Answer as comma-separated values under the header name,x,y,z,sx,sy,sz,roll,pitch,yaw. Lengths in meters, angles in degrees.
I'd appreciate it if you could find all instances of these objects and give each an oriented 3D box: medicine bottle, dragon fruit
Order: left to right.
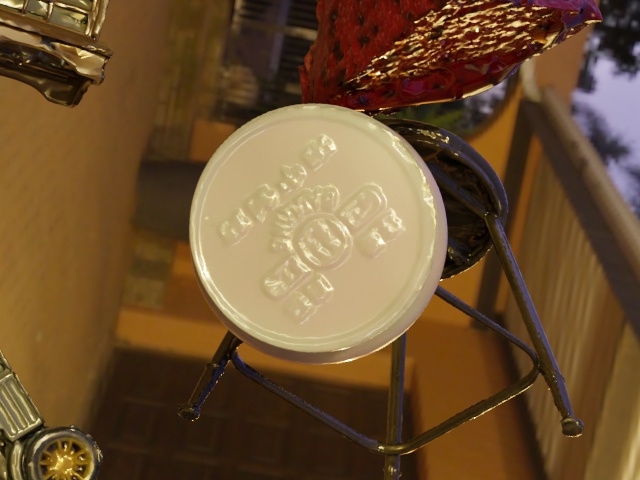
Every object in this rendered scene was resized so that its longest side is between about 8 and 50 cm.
name,x,y,z,sx,sy,sz,roll,pitch,yaw
medicine bottle,0.000,0.000,1.108,0.378,0.214,0.213,51,49,-86
dragon fruit,0.087,-0.254,1.425,0.330,0.302,0.240,-40,179,23

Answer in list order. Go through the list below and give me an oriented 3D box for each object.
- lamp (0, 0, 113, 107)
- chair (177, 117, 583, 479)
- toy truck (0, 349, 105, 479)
name,x,y,z,sx,sy,sz,roll,pitch,yaw
lamp,-0.131,-0.244,0.712,0.090,0.089,0.325,168,-65,-67
chair,0.094,0.079,1.704,0.362,0.365,0.410,-38,-152,38
toy truck,-0.240,0.138,0.820,0.272,0.157,0.124,60,-23,-5
